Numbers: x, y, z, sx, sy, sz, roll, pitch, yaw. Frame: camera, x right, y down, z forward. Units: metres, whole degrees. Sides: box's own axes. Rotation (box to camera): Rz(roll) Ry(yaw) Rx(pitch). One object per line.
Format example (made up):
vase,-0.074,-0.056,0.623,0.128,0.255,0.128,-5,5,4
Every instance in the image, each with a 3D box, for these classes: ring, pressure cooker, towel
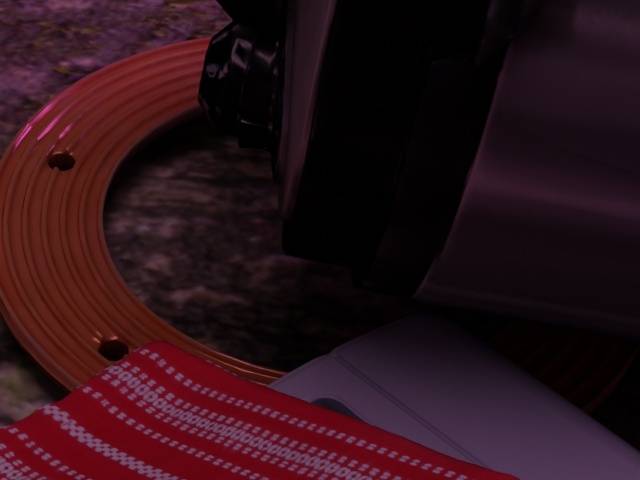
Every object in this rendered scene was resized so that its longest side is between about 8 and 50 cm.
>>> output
ring,0.000,0.000,0.830,0.336,0.032,0.337,5,40,-4
pressure cooker,0.135,-0.138,0.695,0.420,0.370,0.376,9,37,-2
towel,-0.101,0.106,0.489,0.274,0.031,0.199,-24,23,-32

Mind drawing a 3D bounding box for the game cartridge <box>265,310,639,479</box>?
game cartridge,0.007,0.151,0.610,0.196,0.060,0.294,32,53,27
